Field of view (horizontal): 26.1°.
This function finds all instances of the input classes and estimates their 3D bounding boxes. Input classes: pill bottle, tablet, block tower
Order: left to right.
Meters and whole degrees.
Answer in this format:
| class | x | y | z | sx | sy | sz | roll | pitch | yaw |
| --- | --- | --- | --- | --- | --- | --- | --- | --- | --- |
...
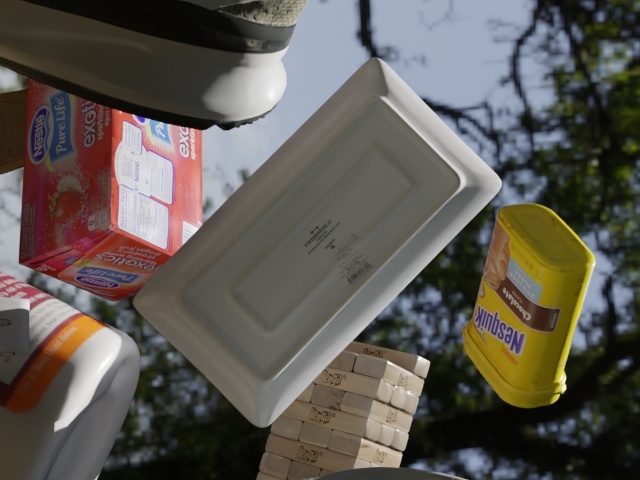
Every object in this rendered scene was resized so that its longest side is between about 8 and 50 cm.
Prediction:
| class | x | y | z | sx | sy | sz | roll | pitch | yaw |
| --- | --- | --- | --- | --- | --- | --- | --- | --- | --- |
| pill bottle | -0.370 | 0.096 | 1.150 | 0.224 | 0.392 | 0.224 | -62 | 172 | -16 |
| tablet | -0.233 | 0.060 | 0.976 | 0.083 | 0.054 | 0.006 | -113 | -152 | -63 |
| block tower | -0.006 | 0.247 | 1.181 | 0.097 | 0.091 | 0.335 | 33 | 72 | -59 |

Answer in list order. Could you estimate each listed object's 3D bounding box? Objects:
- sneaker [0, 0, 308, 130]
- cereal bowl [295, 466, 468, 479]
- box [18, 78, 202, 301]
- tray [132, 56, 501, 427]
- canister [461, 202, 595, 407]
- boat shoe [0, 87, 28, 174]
| class | x | y | z | sx | sy | sz | roll | pitch | yaw |
| --- | --- | --- | --- | --- | --- | --- | --- | --- | --- |
| sneaker | -0.182 | -0.228 | 0.635 | 0.257 | 0.447 | 0.169 | -65 | -152 | 27 |
| cereal bowl | 0.048 | 0.227 | 0.799 | 0.339 | 0.339 | 0.141 | -130 | -135 | -69 |
| box | -0.197 | -0.088 | 1.315 | 0.122 | 0.128 | 0.257 | -19 | -119 | 31 |
| tray | 0.000 | 0.000 | 1.048 | 0.145 | 0.270 | 0.030 | 45 | -5 | -2 |
| canister | 0.208 | 0.063 | 1.385 | 0.126 | 0.073 | 0.170 | -125 | -145 | -47 |
| boat shoe | -0.265 | -0.137 | 1.599 | 0.342 | 0.123 | 0.123 | -9 | -89 | 34 |
